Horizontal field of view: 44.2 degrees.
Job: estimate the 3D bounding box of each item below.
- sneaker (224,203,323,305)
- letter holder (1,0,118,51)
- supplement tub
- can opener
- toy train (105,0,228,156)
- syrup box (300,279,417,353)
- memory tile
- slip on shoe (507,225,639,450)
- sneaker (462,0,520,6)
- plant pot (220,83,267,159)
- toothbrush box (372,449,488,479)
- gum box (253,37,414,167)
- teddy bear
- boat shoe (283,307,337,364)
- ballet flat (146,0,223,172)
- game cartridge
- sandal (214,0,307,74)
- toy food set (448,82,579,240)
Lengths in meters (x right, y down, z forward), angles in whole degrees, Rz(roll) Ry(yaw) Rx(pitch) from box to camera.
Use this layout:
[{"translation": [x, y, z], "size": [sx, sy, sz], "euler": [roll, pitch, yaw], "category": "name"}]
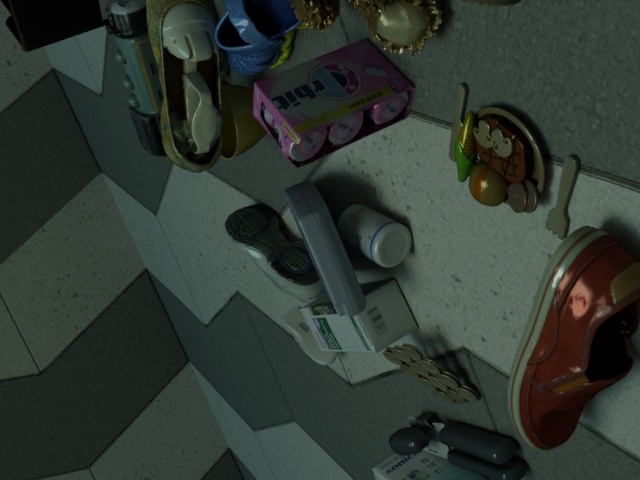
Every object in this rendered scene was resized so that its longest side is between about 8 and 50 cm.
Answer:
[{"translation": [-0.097, 0.034, 1.596], "size": [0.297, 0.111, 0.129], "euler": [44, 157, 39], "category": "sneaker"}, {"translation": [-0.493, -0.532, 1.552], "size": [0.214, 0.302, 0.152], "euler": [48, 153, 32], "category": "letter holder"}, {"translation": [0.082, -0.008, 1.209], "size": [0.107, 0.071, 0.071], "euler": [31, 142, 51], "category": "supplement tub"}, {"translation": [0.211, 0.349, 1.295], "size": [0.076, 0.095, 0.283], "euler": [65, 157, -8], "category": "can opener"}, {"translation": [-0.280, -0.316, 1.481], "size": [0.142, 0.190, 0.333], "euler": [37, 146, 45], "category": "toy train"}, {"translation": [0.061, 0.135, 1.379], "size": [0.093, 0.096, 0.237], "euler": [64, 156, -4], "category": "syrup box"}, {"translation": [0.174, 0.213, 1.259], "size": [0.148, 0.012, 0.113], "euler": [37, 158, -5], "category": "memory tile"}, {"translation": [0.289, 0.136, 0.882], "size": [0.101, 0.123, 0.331], "euler": [39, 143, 36], "category": "slip on shoe"}, {"translation": [0.067, -0.326, 0.733], "size": [0.282, 0.099, 0.153], "euler": [17, 128, 11], "category": "sneaker"}, {"translation": [-0.140, -0.221, 1.403], "size": [0.134, 0.095, 0.134], "euler": [40, 141, 43], "category": "plant pot"}, {"translation": [0.242, 0.509, 1.370], "size": [0.295, 0.126, 0.216], "euler": [25, 137, 57], "category": "toothbrush box"}, {"translation": [0.011, -0.178, 1.019], "size": [0.107, 0.188, 0.062], "euler": [52, 155, 25], "category": "gum box"}, {"translation": [0.025, -0.358, 0.932], "size": [0.338, 0.113, 0.245], "euler": [29, 147, 41], "category": "teddy bear"}, {"translation": [-0.018, 0.216, 1.681], "size": [0.184, 0.066, 0.063], "euler": [33, 157, 46], "category": "boat shoe"}, {"translation": [-0.207, -0.273, 1.273], "size": [0.123, 0.123, 0.348], "euler": [33, 130, 50], "category": "ballet flat"}, {"translation": [0.000, 0.000, 1.301], "size": [0.297, 0.062, 0.198], "euler": [-122, 13, -78], "category": "game cartridge"}, {"translation": [-0.101, -0.322, 1.172], "size": [0.126, 0.138, 0.317], "euler": [62, 159, -3], "category": "sandal"}, {"translation": [0.204, -0.088, 0.903], "size": [0.192, 0.039, 0.132], "euler": [44, 151, 38], "category": "toy food set"}]
